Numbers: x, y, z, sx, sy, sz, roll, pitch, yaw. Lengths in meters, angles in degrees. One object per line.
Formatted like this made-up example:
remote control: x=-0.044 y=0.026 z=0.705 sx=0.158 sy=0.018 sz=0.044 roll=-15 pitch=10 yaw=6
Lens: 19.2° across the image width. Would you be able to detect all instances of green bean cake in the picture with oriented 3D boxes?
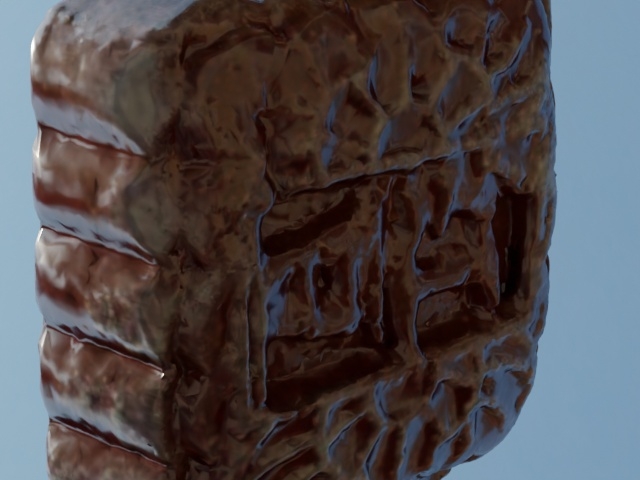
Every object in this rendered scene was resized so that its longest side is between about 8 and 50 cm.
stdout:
green bean cake: x=0.000 y=0.000 z=0.439 sx=0.056 sy=0.135 sz=0.135 roll=15 pitch=-67 yaw=40
